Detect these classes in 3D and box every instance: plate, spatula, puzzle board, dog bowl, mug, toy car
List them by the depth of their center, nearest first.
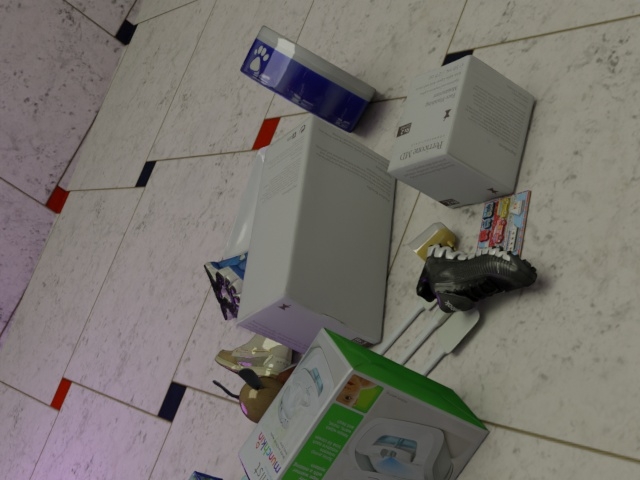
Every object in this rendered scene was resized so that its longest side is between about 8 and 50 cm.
[{"bbox_3d":[0.281,-0.013,1.672,0.096,0.011,0.128,-19,51,51],"label":"puzzle board"},{"bbox_3d":[0.156,0.161,1.715,0.242,0.019,0.168,-50,32,20],"label":"spatula"},{"bbox_3d":[0.193,0.009,1.758,0.078,0.062,0.064,44,97,17],"label":"mug"},{"bbox_3d":[-0.087,0.261,1.843,0.155,0.188,0.149,-31,42,43],"label":"toy car"},{"bbox_3d":[-0.026,-0.324,2.165,0.104,0.265,0.265,-60,29,8],"label":"dog bowl"},{"bbox_3d":[-0.086,-0.090,2.289,0.278,0.045,0.277,-11,56,55],"label":"plate"}]

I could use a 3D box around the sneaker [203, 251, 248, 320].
[{"bbox_3d":[-0.141,0.084,2.171,0.147,0.130,0.330,-22,7,-14],"label":"sneaker"}]

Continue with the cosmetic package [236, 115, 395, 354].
[{"bbox_3d":[0.000,0.000,1.905,0.156,0.217,0.385,-29,40,45],"label":"cosmetic package"}]

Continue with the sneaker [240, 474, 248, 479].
[{"bbox_3d":[-0.091,0.531,1.661,0.135,0.150,0.366,-42,35,33],"label":"sneaker"}]

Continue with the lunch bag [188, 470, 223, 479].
[{"bbox_3d":[-0.210,0.515,1.933,0.129,0.096,0.151,-54,44,10],"label":"lunch bag"}]

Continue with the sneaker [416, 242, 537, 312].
[{"bbox_3d":[0.226,0.066,1.606,0.234,0.078,0.106,5,61,56],"label":"sneaker"}]

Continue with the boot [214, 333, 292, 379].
[{"bbox_3d":[-0.109,0.187,2.059,0.213,0.077,0.165,3,69,53],"label":"boot"}]

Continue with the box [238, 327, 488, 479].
[{"bbox_3d":[0.058,0.285,1.517,0.231,0.262,0.127,-56,30,9],"label":"box"}]

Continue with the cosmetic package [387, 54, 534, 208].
[{"bbox_3d":[0.228,-0.172,1.744,0.151,0.151,0.184,-15,54,54],"label":"cosmetic package"}]
